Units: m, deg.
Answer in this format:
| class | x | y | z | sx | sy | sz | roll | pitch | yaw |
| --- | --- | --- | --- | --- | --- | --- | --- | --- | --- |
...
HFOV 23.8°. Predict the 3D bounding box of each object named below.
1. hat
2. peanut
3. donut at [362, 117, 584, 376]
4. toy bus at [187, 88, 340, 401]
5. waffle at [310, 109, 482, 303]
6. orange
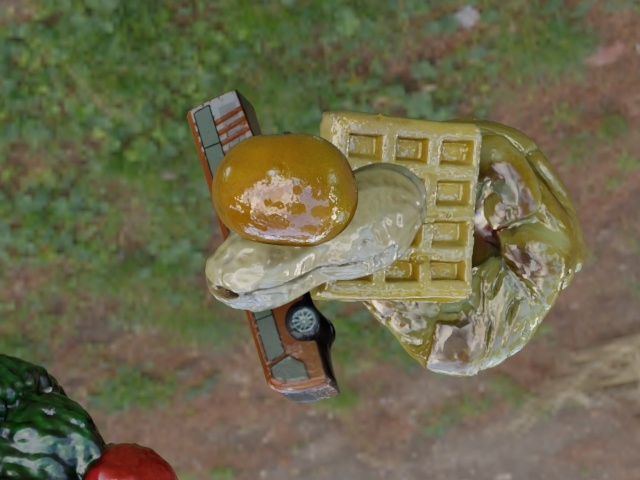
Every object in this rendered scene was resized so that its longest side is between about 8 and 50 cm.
| class | x | y | z | sx | sy | sz | roll | pitch | yaw |
| --- | --- | --- | --- | --- | --- | --- | --- | --- | --- |
| hat | -0.308 | 0.267 | 1.608 | 0.332 | 0.274 | 0.242 | 9 | -177 | 18 |
| peanut | 0.000 | 0.000 | 1.795 | 0.290 | 0.130 | 0.130 | -22 | 148 | -14 |
| donut | 0.199 | 0.009 | 2.166 | 0.360 | 0.360 | 0.170 | -28 | 177 | 29 |
| toy bus | -0.067 | 0.008 | 1.903 | 0.092 | 0.409 | 0.093 | -20 | 160 | 7 |
| waffle | 0.097 | -0.040 | 1.969 | 0.221 | 0.248 | 0.055 | 2 | -175 | -25 |
| orange | -0.037 | -0.056 | 1.613 | 0.156 | 0.124 | 0.156 | 8 | 176 | 1 |
